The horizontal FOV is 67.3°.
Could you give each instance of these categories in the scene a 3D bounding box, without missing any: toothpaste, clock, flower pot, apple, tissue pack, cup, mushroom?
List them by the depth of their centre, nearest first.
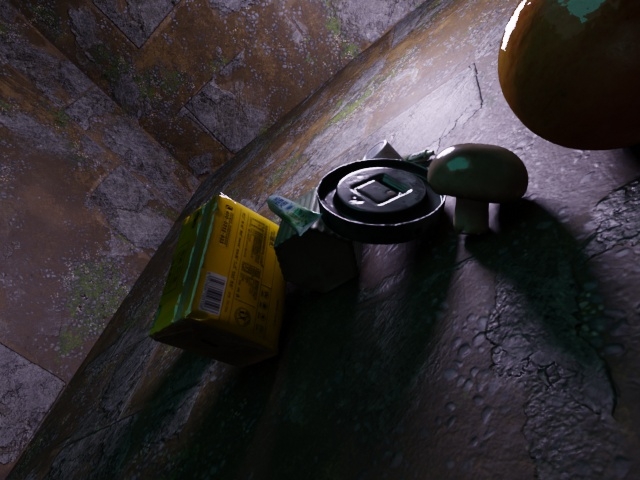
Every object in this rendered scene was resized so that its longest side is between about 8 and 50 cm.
[{"bbox_3d":[0.500,-0.335,0.857,0.364,0.364,0.364,-36,24,20],"label":"apple"},{"bbox_3d":[0.324,-0.105,1.014,0.204,0.204,0.204,-36,24,20],"label":"mushroom"},{"bbox_3d":[0.149,-0.104,1.195,0.318,0.066,0.319,-2,36,1],"label":"clock"},{"bbox_3d":[-0.079,-0.073,1.239,0.075,0.048,0.297,-45,28,-6],"label":"toothpaste"},{"bbox_3d":[0.000,0.000,1.303,0.190,0.239,0.209,-76,9,-51],"label":"flower pot"},{"bbox_3d":[-0.254,0.115,1.317,0.228,0.293,0.382,-29,43,41],"label":"tissue pack"},{"bbox_3d":[0.192,-0.206,1.424,0.099,0.133,0.136,-11,40,58],"label":"cup"},{"bbox_3d":[0.278,-0.249,1.483,0.049,0.031,0.204,-54,22,-21],"label":"toothpaste"}]

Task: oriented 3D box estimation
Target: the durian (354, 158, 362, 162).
[{"bbox_3d":[-0.003,-0.111,1.499,0.394,0.163,0.198,-44,44,7],"label":"durian"}]
